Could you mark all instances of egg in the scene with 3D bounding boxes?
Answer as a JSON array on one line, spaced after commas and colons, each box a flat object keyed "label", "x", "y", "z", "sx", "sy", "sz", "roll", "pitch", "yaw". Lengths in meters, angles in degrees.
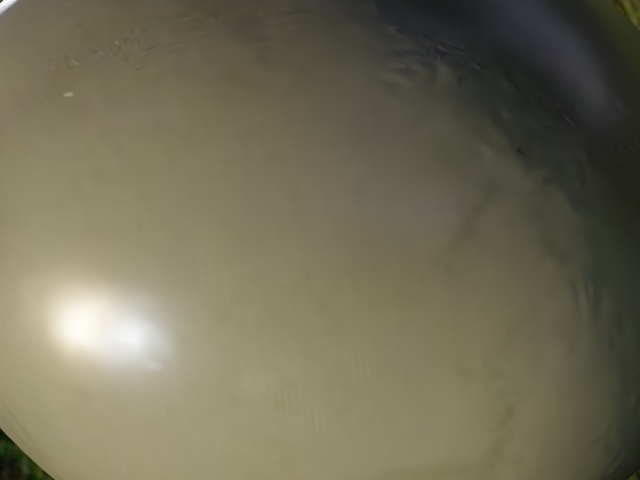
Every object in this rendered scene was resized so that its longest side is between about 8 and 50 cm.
[{"label": "egg", "x": 0.000, "y": 0.000, "z": 0.521, "sx": 0.269, "sy": 0.219, "sz": 0.219, "roll": 6, "pitch": 28, "yaw": 11}]
